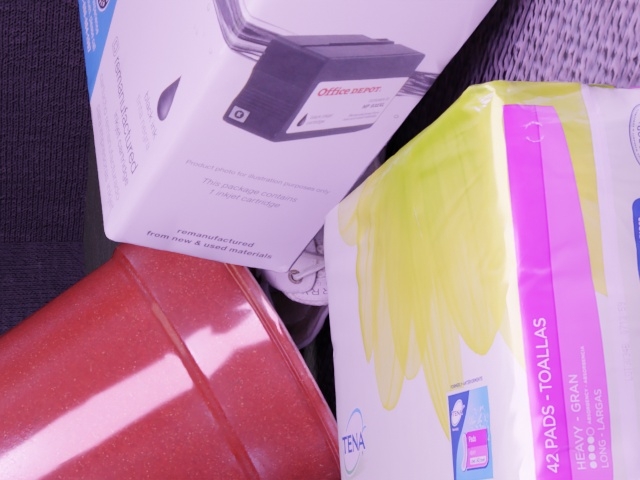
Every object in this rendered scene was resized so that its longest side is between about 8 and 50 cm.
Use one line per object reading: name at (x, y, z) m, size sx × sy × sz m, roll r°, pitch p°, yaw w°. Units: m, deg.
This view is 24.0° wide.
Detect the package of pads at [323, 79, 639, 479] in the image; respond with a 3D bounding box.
package of pads at (0.078, 0.061, 0.708) m, size 0.296 × 0.101 × 0.229 m, roll 138°, pitch 129°, yaw -72°

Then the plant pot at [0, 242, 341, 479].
plant pot at (-0.152, 0.144, 1.129) m, size 0.272 × 0.265 × 0.272 m, roll 56°, pitch 168°, yaw 18°

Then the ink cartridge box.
ink cartridge box at (-0.020, -0.165, 0.855) m, size 0.307 × 0.129 × 0.223 m, roll -52°, pitch 38°, yaw 41°

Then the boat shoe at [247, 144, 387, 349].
boat shoe at (0.000, 0.000, 1.073) m, size 0.277 × 0.098 × 0.096 m, roll 106°, pitch 153°, yaw -63°
